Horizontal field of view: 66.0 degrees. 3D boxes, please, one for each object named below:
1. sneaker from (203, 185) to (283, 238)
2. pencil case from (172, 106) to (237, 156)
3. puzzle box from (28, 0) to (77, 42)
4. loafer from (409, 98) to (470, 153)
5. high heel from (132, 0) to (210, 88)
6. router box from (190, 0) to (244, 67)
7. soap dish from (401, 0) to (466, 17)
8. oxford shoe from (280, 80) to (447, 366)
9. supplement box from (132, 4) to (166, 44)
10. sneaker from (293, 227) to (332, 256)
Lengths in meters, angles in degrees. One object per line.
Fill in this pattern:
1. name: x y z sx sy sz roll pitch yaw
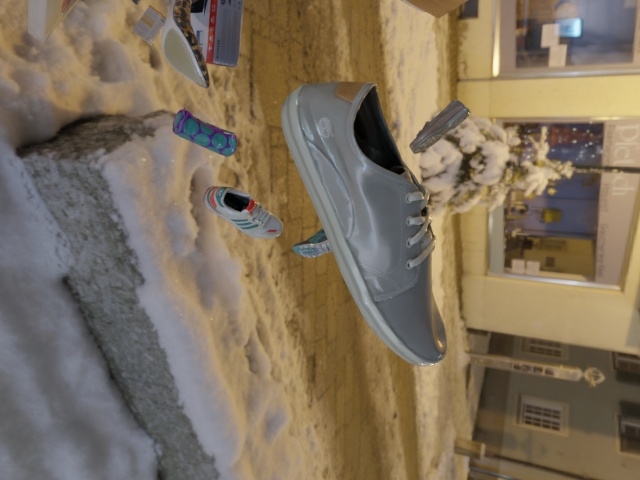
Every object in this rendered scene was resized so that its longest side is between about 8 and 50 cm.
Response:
1. sneaker: -0.125 -0.047 0.872 0.161 0.075 0.057 31 74 -30
2. pencil case: -0.275 -0.258 1.182 0.152 0.070 0.064 19 44 -35
3. puzzle box: -0.700 -0.744 1.348 0.052 0.409 0.272 32 66 -23
4. loafer: 0.208 -0.205 0.886 0.039 0.125 0.045 55 2 20
5. high heel: -0.286 -0.480 1.115 0.261 0.093 0.186 56 43 -12
6. router box: -0.331 -0.684 1.421 0.082 0.301 0.335 -6 111 -39
7. soap dish: 0.229 -0.620 1.039 0.291 0.118 0.228 -20 111 -56
8. oxford shoe: 0.096 -0.015 0.679 0.449 0.130 0.169 64 29 -15
9. supplement box: -0.535 -0.677 1.548 0.098 0.062 0.036 -51 166 6
10. sneaker: 0.000 0.000 1.456 0.065 0.167 0.076 65 18 -53
